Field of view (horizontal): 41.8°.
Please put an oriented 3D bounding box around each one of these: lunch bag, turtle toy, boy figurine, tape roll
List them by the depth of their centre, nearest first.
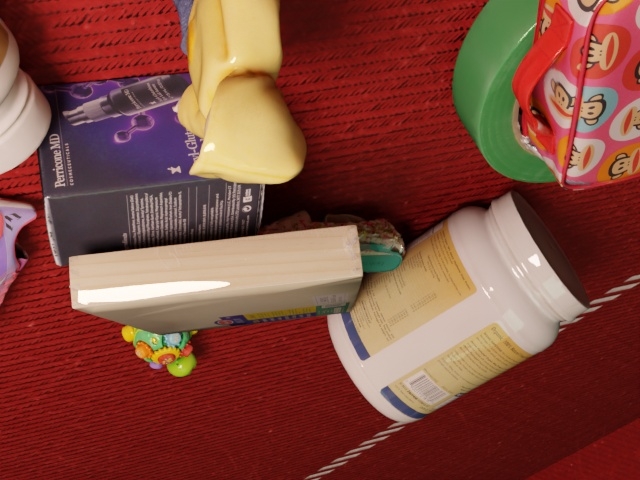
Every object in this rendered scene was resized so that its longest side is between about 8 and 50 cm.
[{"bbox_3d":[-0.086,-0.148,0.673,0.092,0.285,0.177,1,144,-27],"label":"boy figurine"},{"bbox_3d":[0.309,-0.178,0.824,0.258,0.120,0.293,-18,144,-7],"label":"lunch bag"},{"bbox_3d":[0.312,-0.205,0.960,0.321,0.077,0.321,-15,143,-12],"label":"tape roll"},{"bbox_3d":[-0.220,0.152,1.210,0.095,0.066,0.130,-24,146,5],"label":"turtle toy"}]

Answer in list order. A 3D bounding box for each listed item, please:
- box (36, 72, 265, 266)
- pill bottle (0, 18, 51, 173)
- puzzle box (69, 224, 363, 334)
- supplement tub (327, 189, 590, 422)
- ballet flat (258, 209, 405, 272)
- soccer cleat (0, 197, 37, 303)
[{"bbox_3d":[-0.175,-0.076,0.842,0.207,0.153,0.108,-9,144,-17],"label":"box"},{"bbox_3d":[-0.323,-0.155,0.677,0.131,0.131,0.229,-23,146,4],"label":"pill bottle"},{"bbox_3d":[-0.095,0.057,0.960,0.272,0.052,0.409,-7,170,-1],"label":"puzzle box"},{"bbox_3d":[0.193,0.093,1.192,0.316,0.228,0.228,-34,143,20],"label":"supplement tub"},{"bbox_3d":[0.000,0.000,1.102,0.241,0.077,0.091,5,144,-28],"label":"ballet flat"},{"bbox_3d":[-0.387,0.044,0.971,0.095,0.083,0.248,-5,141,-28],"label":"soccer cleat"}]
